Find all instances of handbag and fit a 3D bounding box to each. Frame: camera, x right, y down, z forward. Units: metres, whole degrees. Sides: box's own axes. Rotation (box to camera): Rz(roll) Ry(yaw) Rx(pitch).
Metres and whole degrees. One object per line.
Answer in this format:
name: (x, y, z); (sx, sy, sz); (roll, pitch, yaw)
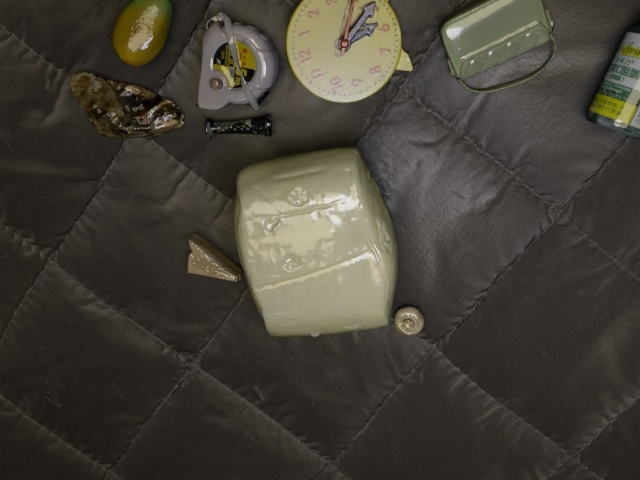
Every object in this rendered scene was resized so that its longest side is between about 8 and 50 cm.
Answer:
handbag: (0.418, -0.463, 1.482); (0.256, 0.079, 0.219); (-23, 113, 14)

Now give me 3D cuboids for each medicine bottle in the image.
medicine bottle: (0.728, -0.386, 1.422); (0.141, 0.141, 0.293); (22, 108, 1)

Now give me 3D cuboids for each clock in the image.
clock: (0.060, -0.470, 1.504); (0.293, 0.071, 0.277); (-24, 105, 6)

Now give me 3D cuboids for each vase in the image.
vase: (-0.211, -0.291, 1.622); (0.166, 0.059, 0.059); (-2, 106, 9)

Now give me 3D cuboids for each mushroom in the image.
mushroom: (0.238, 0.219, 1.706); (0.083, 0.067, 0.084); (3, 104, 14)

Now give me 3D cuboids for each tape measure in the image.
tape measure: (-0.200, -0.428, 1.548); (0.197, 0.120, 0.236); (13, 113, 10)

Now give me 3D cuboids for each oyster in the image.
oyster: (-0.502, -0.346, 1.636); (0.294, 0.094, 0.166); (4, 98, 0)

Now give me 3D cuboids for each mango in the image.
mango: (-0.439, -0.527, 1.568); (0.130, 0.092, 0.195); (44, 103, -4)

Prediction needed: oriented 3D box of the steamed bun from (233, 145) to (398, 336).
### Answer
steamed bun: (0.000, 0.000, 1.564); (0.371, 0.290, 0.456); (-8, 107, 5)

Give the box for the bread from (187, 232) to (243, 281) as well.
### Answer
bread: (-0.284, 0.046, 1.723); (0.152, 0.077, 0.105); (9, 108, 4)
